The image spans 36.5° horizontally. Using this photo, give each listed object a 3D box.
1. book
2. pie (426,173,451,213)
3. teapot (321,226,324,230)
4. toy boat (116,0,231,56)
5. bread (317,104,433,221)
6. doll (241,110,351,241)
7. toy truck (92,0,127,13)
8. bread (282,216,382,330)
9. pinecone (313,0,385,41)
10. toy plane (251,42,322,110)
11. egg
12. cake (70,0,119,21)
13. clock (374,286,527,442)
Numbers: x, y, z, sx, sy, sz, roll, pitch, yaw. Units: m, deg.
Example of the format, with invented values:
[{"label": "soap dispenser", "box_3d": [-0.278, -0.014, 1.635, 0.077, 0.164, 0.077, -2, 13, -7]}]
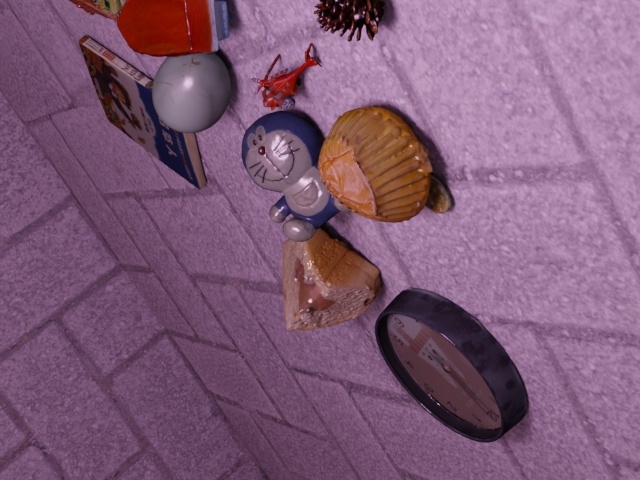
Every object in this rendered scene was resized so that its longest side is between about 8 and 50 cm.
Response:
[{"label": "book", "box_3d": [-0.473, -0.341, 2.582, 0.428, 0.039, 0.300, 36, 152, 31]}, {"label": "pie", "box_3d": [0.208, -0.087, 1.775, 0.084, 0.021, 0.084, 40, 149, 30]}, {"label": "teapot", "box_3d": [0.000, 0.000, 2.249, 0.042, 0.043, 0.111, 19, 146, 50]}, {"label": "toy boat", "box_3d": [-0.296, -0.451, 1.984, 0.331, 0.133, 0.145, 16, 118, 49]}, {"label": "bread", "box_3d": [0.093, -0.129, 1.762, 0.240, 0.139, 0.240, 45, 154, 29]}, {"label": "doll", "box_3d": [-0.049, -0.145, 1.990, 0.228, 0.154, 0.258, -36, 102, 33]}, {"label": "toy truck", "box_3d": [-0.457, -0.589, 2.145, 0.116, 0.085, 0.191, 37, 151, 18]}, {"label": "bread", "box_3d": [0.029, 0.073, 2.205, 0.184, 0.211, 0.224, 119, 147, -53]}, {"label": "pinecone", "box_3d": [0.047, -0.371, 1.557, 0.109, 0.102, 0.102, 16, 150, 3]}, {"label": "toy plane", "box_3d": [-0.060, -0.316, 1.868, 0.077, 0.126, 0.194, 27, 128, -25]}, {"label": "egg", "box_3d": [-0.279, -0.326, 2.102, 0.168, 0.168, 0.231, 48, 151, 5]}, {"label": "cake", "box_3d": [-0.601, -0.599, 2.288, 0.158, 0.159, 0.262, 24, 147, 40]}, {"label": "clock", "box_3d": [0.275, 0.277, 2.114, 0.386, 0.076, 0.386, 40, 154, 24]}]
